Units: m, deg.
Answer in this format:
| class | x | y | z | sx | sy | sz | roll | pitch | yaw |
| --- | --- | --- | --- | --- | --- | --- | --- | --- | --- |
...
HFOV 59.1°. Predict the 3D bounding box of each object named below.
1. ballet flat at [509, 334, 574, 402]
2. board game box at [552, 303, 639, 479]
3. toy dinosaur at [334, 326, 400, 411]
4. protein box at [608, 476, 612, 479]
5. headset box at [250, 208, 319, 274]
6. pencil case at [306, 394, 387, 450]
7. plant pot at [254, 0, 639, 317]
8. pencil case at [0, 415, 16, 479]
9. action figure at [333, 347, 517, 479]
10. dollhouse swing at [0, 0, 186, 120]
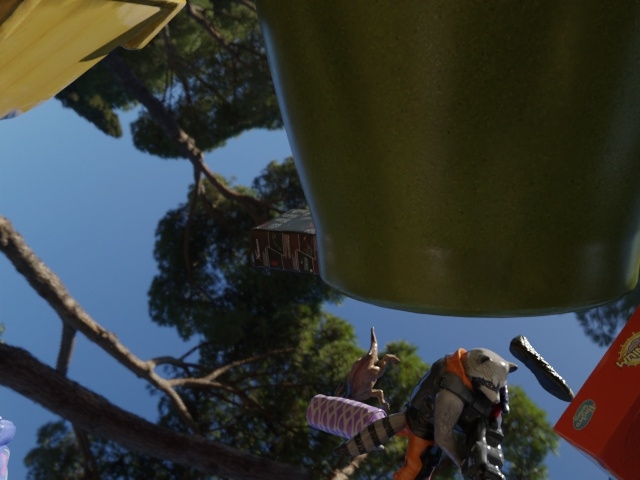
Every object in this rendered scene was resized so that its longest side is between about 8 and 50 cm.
| class | x | y | z | sx | sy | sz | roll | pitch | yaw |
| --- | --- | --- | --- | --- | --- | --- | --- | --- | --- |
| ballet flat | 0.480 | 0.275 | 1.214 | 0.049 | 0.057 | 0.173 | -35 | -103 | -31 |
| board game box | 0.442 | 0.159 | 0.642 | 0.317 | 0.242 | 0.064 | -53 | -160 | -6 |
| toy dinosaur | 0.117 | 0.416 | 1.681 | 0.127 | 0.200 | 0.296 | 28 | -71 | 45 |
| protein box | 0.706 | 0.460 | 1.120 | 0.135 | 0.200 | 0.201 | -26 | -149 | -34 |
| headset box | 0.000 | 0.000 | 1.480 | 0.293 | 0.110 | 0.218 | 5 | -160 | 29 |
| pencil case | 0.063 | 0.408 | 1.289 | 0.206 | 0.088 | 0.087 | 2 | -112 | 44 |
| plant pot | 0.110 | -0.141 | 0.422 | 0.366 | 0.353 | 0.366 | -1 | -170 | 0 |
| pencil case | -0.378 | 0.324 | 0.574 | 0.133 | 0.119 | 0.306 | -30 | -122 | 26 |
| action figure | 0.180 | 0.304 | 0.896 | 0.330 | 0.178 | 0.341 | -52 | -178 | 18 |
| dollhouse swing | -0.378 | -0.325 | 0.659 | 0.304 | 0.315 | 0.347 | -14 | -163 | 13 |
